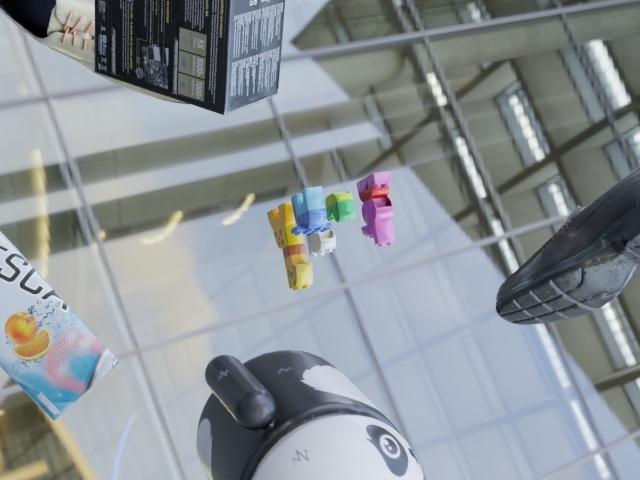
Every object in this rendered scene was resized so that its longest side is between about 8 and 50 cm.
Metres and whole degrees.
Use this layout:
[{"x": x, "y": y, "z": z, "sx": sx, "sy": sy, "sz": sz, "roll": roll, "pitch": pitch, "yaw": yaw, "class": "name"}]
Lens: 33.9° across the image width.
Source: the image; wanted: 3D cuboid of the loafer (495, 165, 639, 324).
[{"x": 0.194, "y": 0.003, "z": 0.738, "sx": 0.170, "sy": 0.062, "sz": 0.061, "roll": -33, "pitch": -137, "yaw": 27, "class": "loafer"}]

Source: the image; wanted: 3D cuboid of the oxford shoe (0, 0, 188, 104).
[{"x": -0.348, "y": -0.312, "z": 1.619, "sx": 0.397, "sy": 0.146, "sz": 0.140, "roll": 26, "pitch": -68, "yaw": 12, "class": "oxford shoe"}]

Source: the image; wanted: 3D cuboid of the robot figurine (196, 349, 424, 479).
[{"x": -0.013, "y": 0.206, "z": 0.984, "sx": 0.278, "sy": 0.209, "sz": 0.173, "roll": -143, "pitch": -117, "yaw": -63, "class": "robot figurine"}]

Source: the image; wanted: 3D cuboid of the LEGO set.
[{"x": 0.000, "y": 0.000, "z": 1.115, "sx": 0.227, "sy": 0.087, "sz": 0.093, "roll": 155, "pitch": -74, "yaw": -69, "class": "LEGO set"}]

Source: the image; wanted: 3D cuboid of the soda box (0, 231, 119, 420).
[{"x": -0.214, "y": 0.029, "z": 0.679, "sx": 0.183, "sy": 0.058, "sz": 0.063, "roll": 50, "pitch": -13, "yaw": -15, "class": "soda box"}]

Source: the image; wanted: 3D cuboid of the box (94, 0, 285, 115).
[{"x": -0.108, "y": -0.213, "z": 0.862, "sx": 0.147, "sy": 0.077, "sz": 0.180, "roll": 20, "pitch": -60, "yaw": 28, "class": "box"}]
